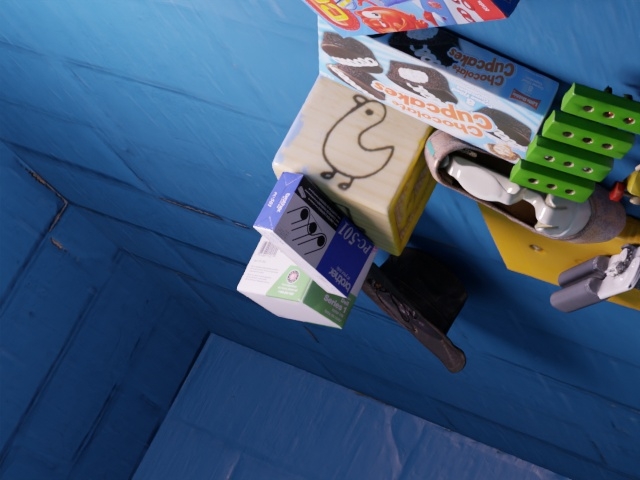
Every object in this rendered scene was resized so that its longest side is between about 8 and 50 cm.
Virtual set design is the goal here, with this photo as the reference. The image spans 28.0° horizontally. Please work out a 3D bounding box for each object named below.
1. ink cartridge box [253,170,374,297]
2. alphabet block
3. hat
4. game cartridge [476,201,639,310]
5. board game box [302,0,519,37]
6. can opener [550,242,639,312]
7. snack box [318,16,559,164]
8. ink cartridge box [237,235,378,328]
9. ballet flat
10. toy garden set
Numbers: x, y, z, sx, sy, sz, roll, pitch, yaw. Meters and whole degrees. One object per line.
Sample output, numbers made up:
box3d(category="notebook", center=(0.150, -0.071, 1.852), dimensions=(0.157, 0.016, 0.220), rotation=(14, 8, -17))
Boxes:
box3d(category="ink cartridge box", center=(-0.006, -0.006, 1.909), dimensions=(0.046, 0.097, 0.207), rotation=(14, 160, 42))
box3d(category="alphabet block", center=(0.066, -0.119, 1.959), dimensions=(0.197, 0.192, 0.193), rotation=(22, 166, 17))
box3d(category="hat", center=(0.203, 0.106, 2.556), dimensions=(0.331, 0.134, 0.331), rotation=(45, 169, 11))
box3d(category="game cartridge", center=(0.426, 0.015, 2.054), dimensions=(0.323, 0.053, 0.285), rotation=(17, 161, 26))
box3d(category="board game box", center=(0.033, -0.359, 1.429), dimensions=(0.308, 0.086, 0.302), rotation=(37, 162, -31))
box3d(category="can opener", center=(0.440, 0.068, 1.969), dimensions=(0.093, 0.074, 0.280), rotation=(28, 164, -10))
box3d(category="snack box", center=(0.151, -0.218, 1.731), dimensions=(0.321, 0.060, 0.187), rotation=(25, 165, 8))
box3d(category="ink cartridge box", center=(0.000, 0.000, 2.292), dimensions=(0.117, 0.278, 0.201), rotation=(34, 164, -34))
box3d(category="ballet flat", center=(0.291, -0.063, 1.835), dimensions=(0.315, 0.108, 0.106), rotation=(21, -160, -1))
box3d(category="toy garden set", center=(0.380, -0.120, 1.652), dimensions=(0.203, 0.049, 0.244), rotation=(16, 155, -5))
